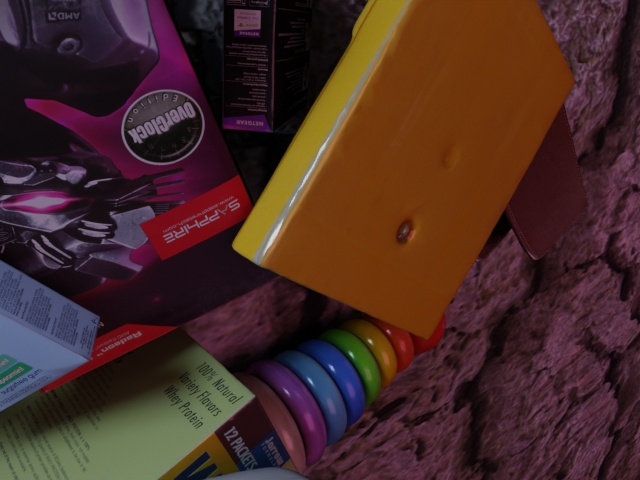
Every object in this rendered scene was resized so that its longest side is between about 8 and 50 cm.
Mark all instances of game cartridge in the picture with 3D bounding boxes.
[{"bbox_3d":[0.100,-0.083,0.565,0.285,0.053,0.323,30,89,-49],"label":"game cartridge"}]

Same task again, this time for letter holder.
[{"bbox_3d":[0.184,-0.094,0.771,0.214,0.152,0.301,-46,131,-13],"label":"letter holder"}]

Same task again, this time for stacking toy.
[{"bbox_3d":[0.041,0.156,0.775,0.330,0.141,0.141,-27,124,-33],"label":"stacking toy"}]

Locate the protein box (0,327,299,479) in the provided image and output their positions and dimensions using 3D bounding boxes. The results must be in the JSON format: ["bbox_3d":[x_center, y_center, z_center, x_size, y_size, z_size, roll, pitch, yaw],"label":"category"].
[{"bbox_3d":[-0.166,0.201,0.567,0.201,0.200,0.135,-38,129,-23],"label":"protein box"}]

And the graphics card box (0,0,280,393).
[{"bbox_3d":[-0.188,-0.064,0.432,0.233,0.094,0.370,-25,134,-7],"label":"graphics card box"}]

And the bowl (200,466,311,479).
[{"bbox_3d":[-0.080,0.242,0.482,0.142,0.053,0.142,6,104,-42],"label":"bowl"}]

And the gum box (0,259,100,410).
[{"bbox_3d":[-0.272,0.054,0.402,0.157,0.041,0.184,-29,130,22],"label":"gum box"}]

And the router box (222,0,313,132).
[{"bbox_3d":[-0.042,-0.176,0.544,0.179,0.046,0.133,-67,161,-70],"label":"router box"}]
